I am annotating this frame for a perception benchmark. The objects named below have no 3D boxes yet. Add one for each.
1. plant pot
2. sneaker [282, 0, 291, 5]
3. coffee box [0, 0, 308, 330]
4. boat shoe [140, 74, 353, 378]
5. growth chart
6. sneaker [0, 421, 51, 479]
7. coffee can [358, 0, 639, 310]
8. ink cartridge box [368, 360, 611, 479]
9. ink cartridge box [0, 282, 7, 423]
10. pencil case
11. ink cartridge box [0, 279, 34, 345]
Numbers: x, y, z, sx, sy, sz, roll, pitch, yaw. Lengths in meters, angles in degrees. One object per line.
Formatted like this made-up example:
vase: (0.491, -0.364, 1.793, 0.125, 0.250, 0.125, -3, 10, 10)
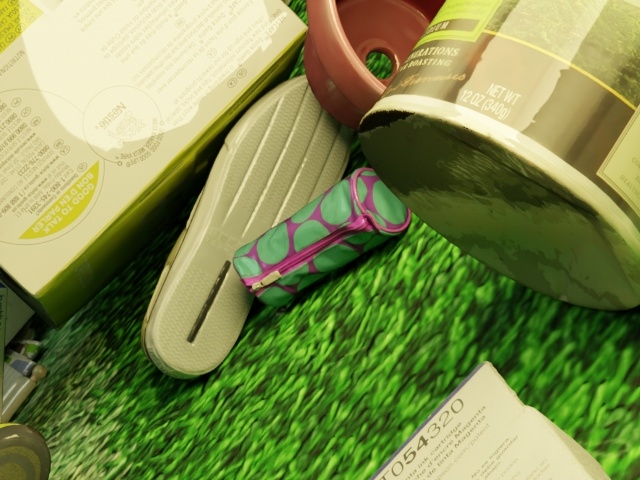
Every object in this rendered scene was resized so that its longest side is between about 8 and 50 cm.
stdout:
plant pot: (0.071, -0.169, 1.290, 0.201, 0.201, 0.180, -57, 9, -19)
sneaker: (-0.063, -0.279, 1.862, 0.061, 0.053, 0.152, -37, 26, 34)
coffee box: (-0.254, -0.155, 1.500, 0.338, 0.334, 0.337, -46, -1, -10)
boat shoe: (-0.077, -0.018, 1.413, 0.302, 0.109, 0.094, -59, 22, -15)
growth chart: (-0.367, 0.164, 1.763, 0.172, 0.021, 0.237, -51, 23, -6)
sneaker: (-0.319, 0.298, 1.386, 0.121, 0.111, 0.300, 13, 70, 54)
coffee can: (0.180, -0.124, 0.985, 0.275, 0.201, 0.201, -56, 24, -15)
ink cartridge box: (0.046, 0.252, 0.814, 0.324, 0.071, 0.330, -48, 19, 6)
ink cartridge box: (-0.346, 0.140, 1.587, 0.097, 0.046, 0.207, -157, 70, -66)
pencil case: (0.000, 0.000, 1.295, 0.151, 0.064, 0.070, -33, 11, 34)
ink cartridge box: (-0.413, 0.100, 1.812, 0.203, 0.086, 0.148, -48, 20, 3)
